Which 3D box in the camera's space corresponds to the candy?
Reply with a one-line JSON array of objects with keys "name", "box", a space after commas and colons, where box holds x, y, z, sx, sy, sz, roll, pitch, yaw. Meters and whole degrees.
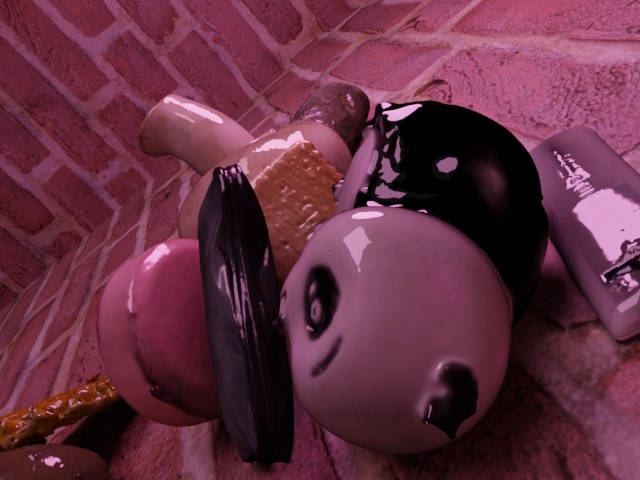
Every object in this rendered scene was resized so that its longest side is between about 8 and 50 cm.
[{"name": "candy", "box": [-0.173, 0.122, 0.769, 0.094, 0.255, 0.255, -25, 28, 31]}]

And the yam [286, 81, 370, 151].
[{"name": "yam", "box": [0.008, -0.230, 1.234, 0.154, 0.154, 0.254, -21, 33, 39]}]

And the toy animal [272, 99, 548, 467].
[{"name": "toy animal", "box": [0.086, 0.040, 0.547, 0.251, 0.251, 0.309, -17, 45, 44]}]

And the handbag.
[{"name": "handbag", "box": [-0.090, 0.080, 0.654, 0.075, 0.332, 0.191, -8, -18, -16]}]

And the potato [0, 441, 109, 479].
[{"name": "potato", "box": [-0.417, 0.359, 0.779, 0.262, 0.164, 0.165, -26, 19, -17]}]

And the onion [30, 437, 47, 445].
[{"name": "onion", "box": [-0.571, 0.445, 0.970, 0.314, 0.146, 0.280, -25, 1, 24]}]

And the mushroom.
[{"name": "mushroom", "box": [-0.119, -0.063, 0.958, 0.356, 0.315, 0.315, 0, 28, -3]}]

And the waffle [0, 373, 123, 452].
[{"name": "waffle", "box": [-0.448, 0.289, 0.964, 0.325, 0.068, 0.302, -23, -2, 16]}]

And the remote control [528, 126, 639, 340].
[{"name": "remote control", "box": [0.278, -0.036, 0.592, 0.109, 0.055, 0.313, -33, 25, 19]}]

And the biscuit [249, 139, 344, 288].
[{"name": "biscuit", "box": [0.000, 0.000, 0.764, 0.160, 0.249, 0.030, -42, -13, 0]}]
